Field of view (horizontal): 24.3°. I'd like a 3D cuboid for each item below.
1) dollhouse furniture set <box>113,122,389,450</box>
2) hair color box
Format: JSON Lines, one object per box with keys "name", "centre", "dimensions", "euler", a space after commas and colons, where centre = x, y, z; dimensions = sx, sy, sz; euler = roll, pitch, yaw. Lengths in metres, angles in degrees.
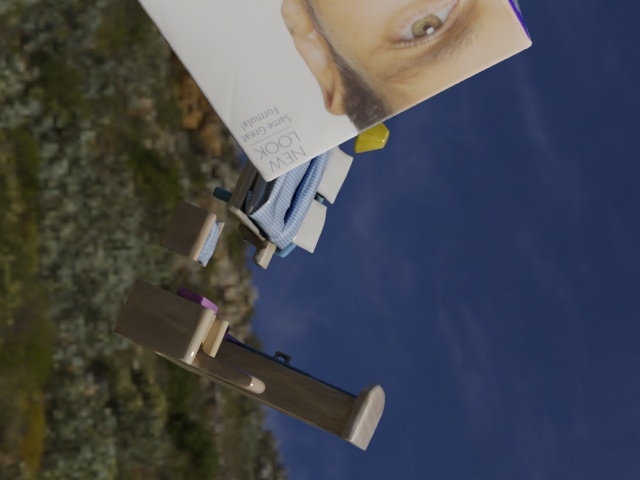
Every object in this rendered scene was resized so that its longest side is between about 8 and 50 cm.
{"name": "dollhouse furniture set", "centre": [0.000, 0.000, 1.314], "dimensions": [0.198, 0.286, 0.303], "euler": [22, -98, 10]}
{"name": "hair color box", "centre": [-0.040, -0.219, 0.828], "dimensions": [0.185, 0.339, 0.110], "euler": [-27, -148, 15]}
